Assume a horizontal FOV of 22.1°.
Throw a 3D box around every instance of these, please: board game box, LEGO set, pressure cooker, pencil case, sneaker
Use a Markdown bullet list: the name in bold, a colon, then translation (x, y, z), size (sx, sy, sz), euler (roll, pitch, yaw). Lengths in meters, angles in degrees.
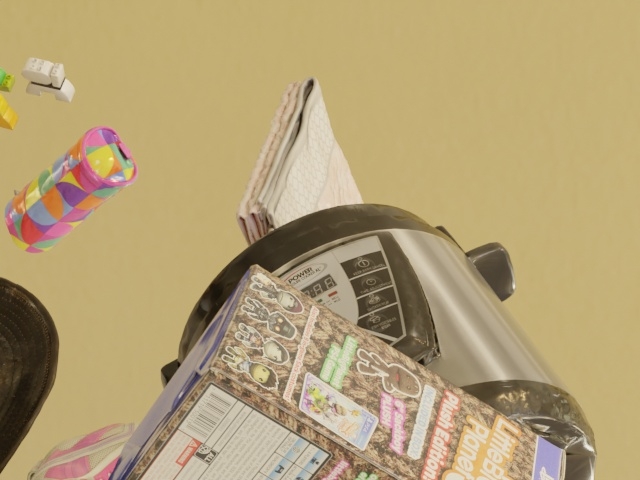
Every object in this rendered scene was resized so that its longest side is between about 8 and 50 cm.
- **board game box**: translation (0.002, 0.202, 1.264), size (0.291, 0.232, 0.141), euler (32, 33, -8)
- **LEGO set**: translation (-0.414, -0.196, 1.928), size (0.227, 0.087, 0.093), euler (13, -29, 7)
- **pressure cooker**: translation (0.043, 0.172, 1.756), size (0.369, 0.376, 0.420), euler (8, 34, -36)
- **pencil case**: translation (-0.351, -0.069, 2.294), size (0.104, 0.104, 0.236), euler (-5, -20, -43)
- **sneaker**: translation (-0.224, 0.242, 1.496), size (0.111, 0.103, 0.252), euler (-2, 16, 42)

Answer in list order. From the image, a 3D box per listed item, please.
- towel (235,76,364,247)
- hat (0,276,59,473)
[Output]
- **towel**: translation (0.000, 0.000, 2.080), size (0.053, 0.317, 0.332), euler (-10, 32, 19)
- **hat**: translation (-0.418, 0.143, 1.558), size (0.331, 0.331, 0.134), euler (5, -31, 32)
